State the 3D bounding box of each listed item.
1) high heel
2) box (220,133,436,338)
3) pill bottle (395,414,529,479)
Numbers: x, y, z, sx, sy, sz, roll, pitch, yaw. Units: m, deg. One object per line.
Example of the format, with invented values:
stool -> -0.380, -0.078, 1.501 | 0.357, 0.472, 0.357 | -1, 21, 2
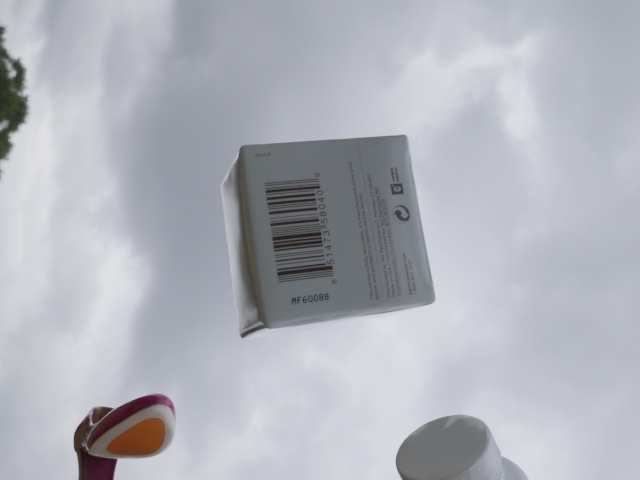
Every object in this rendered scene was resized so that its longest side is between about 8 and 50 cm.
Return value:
high heel -> -0.221, 0.197, 0.843 | 0.244, 0.082, 0.117 | 126, -33, -45
box -> 0.000, 0.000, 0.440 | 0.087, 0.102, 0.101 | 144, -62, -70
pill bottle -> 0.216, 0.398, 0.994 | 0.176, 0.176, 0.318 | 4, -57, 57
